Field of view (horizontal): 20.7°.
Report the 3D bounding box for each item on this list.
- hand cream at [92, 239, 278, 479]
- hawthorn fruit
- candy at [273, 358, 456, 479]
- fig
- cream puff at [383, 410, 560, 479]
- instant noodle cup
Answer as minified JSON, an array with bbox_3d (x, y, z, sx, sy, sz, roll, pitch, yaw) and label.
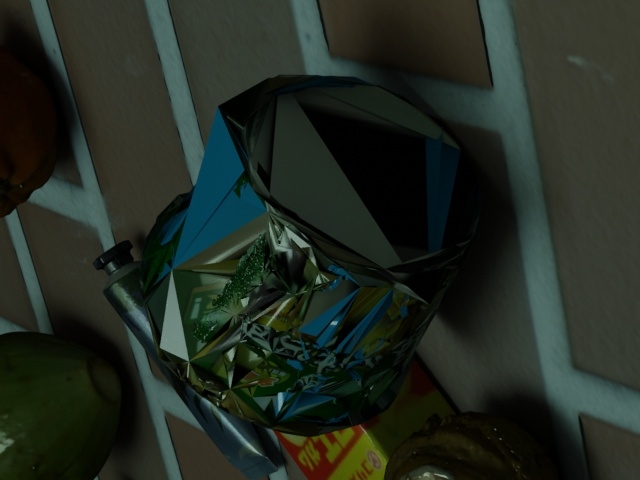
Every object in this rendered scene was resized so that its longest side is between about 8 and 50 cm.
[{"bbox_3d":[-0.132,0.122,1.729,0.271,0.058,0.091,56,153,1],"label":"hand cream"},{"bbox_3d":[-0.347,-0.115,1.758,0.189,0.189,0.189,37,141,37],"label":"hawthorn fruit"},{"bbox_3d":[-0.009,0.094,1.478,0.276,0.088,0.146,53,147,17],"label":"candy"},{"bbox_3d":[-0.325,0.202,1.936,0.230,0.207,0.207,-18,98,60],"label":"fig"},{"bbox_3d":[0.121,0.202,1.336,0.150,0.115,0.165,40,131,11],"label":"cream puff"},{"bbox_3d":[0.000,0.000,1.275,0.240,0.240,0.178,52,139,18],"label":"instant noodle cup"}]
